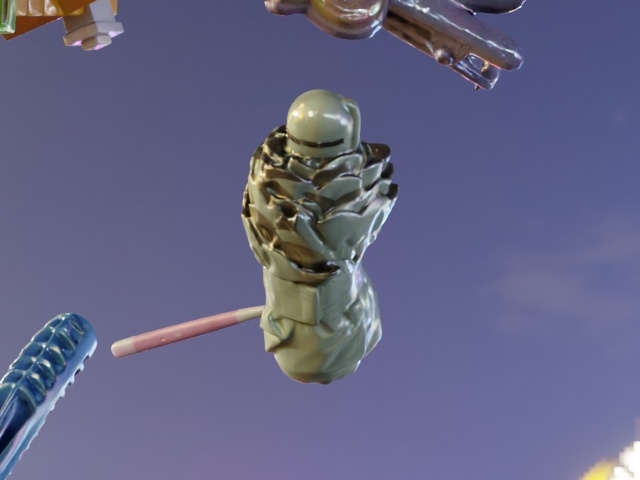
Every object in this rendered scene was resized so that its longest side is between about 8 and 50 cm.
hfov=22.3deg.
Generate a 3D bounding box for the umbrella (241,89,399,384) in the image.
[{"bbox_3d":[0.000,0.000,0.692,0.067,0.062,0.143,-10,-54,-15],"label":"umbrella"}]

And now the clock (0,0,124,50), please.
[{"bbox_3d":[-0.277,-0.331,1.521,0.166,0.309,0.235,-17,-1,30],"label":"clock"}]

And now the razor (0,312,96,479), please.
[{"bbox_3d":[-0.195,0.131,0.899,0.082,0.253,0.042,11,-47,19],"label":"razor"}]

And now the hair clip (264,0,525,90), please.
[{"bbox_3d":[0.044,-0.196,1.197,0.278,0.137,0.090,21,-19,-25],"label":"hair clip"}]

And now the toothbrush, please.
[{"bbox_3d":[-0.106,0.088,1.783,0.286,0.020,0.025,-16,15,22],"label":"toothbrush"}]
